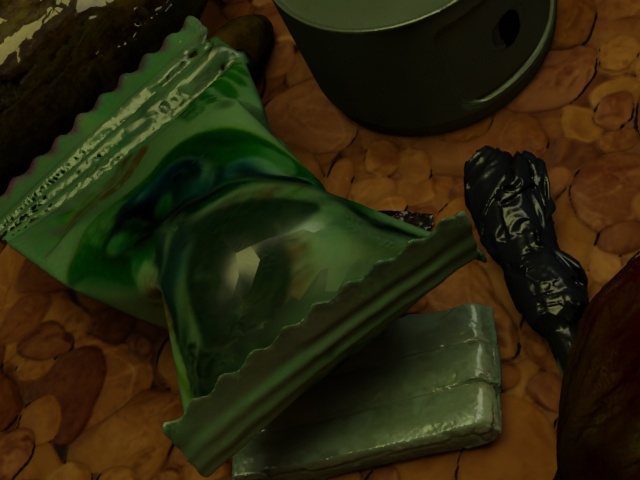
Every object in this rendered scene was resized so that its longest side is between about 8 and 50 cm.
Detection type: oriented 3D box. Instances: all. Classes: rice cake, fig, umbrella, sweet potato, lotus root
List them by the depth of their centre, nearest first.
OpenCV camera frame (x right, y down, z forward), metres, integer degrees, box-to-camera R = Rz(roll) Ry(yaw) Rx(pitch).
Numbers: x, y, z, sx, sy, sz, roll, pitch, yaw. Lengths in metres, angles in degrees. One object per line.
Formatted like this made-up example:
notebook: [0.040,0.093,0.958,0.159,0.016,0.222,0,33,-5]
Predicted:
fig: [0.226,0.146,0.990,0.191,0.190,0.290,27,83,33]
umbrella: [0.165,0.025,1.150,0.071,0.071,0.248,-21,52,9]
rice cake: [0.036,0.120,1.158,0.211,0.038,0.124,-10,56,17]
sweet potato: [-0.115,-0.104,1.344,0.075,0.075,0.273,12,64,28]
lotus root: [-0.260,-0.176,1.383,0.397,0.179,0.196,-44,51,-9]

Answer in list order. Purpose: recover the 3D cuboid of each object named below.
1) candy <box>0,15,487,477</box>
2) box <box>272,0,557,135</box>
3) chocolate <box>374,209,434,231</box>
candy: [-0.091,-0.015,1.171,0.263,0.172,0.398,-38,51,-13]
box: [0.079,-0.220,1.290,0.226,0.149,0.226,-11,56,16]
chocolate: [0.000,0.000,1.259,0.182,0.028,0.086,5,55,22]
